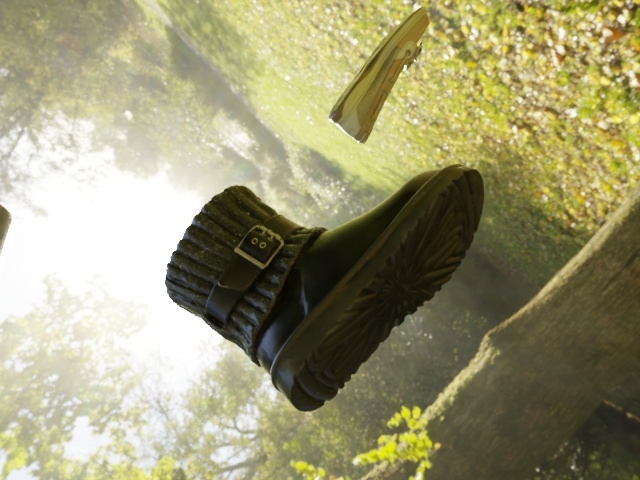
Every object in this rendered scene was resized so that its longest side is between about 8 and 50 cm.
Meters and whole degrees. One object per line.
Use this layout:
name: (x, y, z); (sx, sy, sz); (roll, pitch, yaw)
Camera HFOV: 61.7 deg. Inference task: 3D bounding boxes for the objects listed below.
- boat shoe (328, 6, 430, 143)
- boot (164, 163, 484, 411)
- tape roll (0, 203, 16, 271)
boat shoe: (0.070, -0.174, 0.561); (0.048, 0.153, 0.056); (37, 172, -14)
boot: (-0.002, -0.002, 0.641); (0.260, 0.348, 0.131); (34, 159, 39)
tape roll: (-0.275, -0.007, 0.254); (0.219, 0.072, 0.219); (8, 164, 2)
